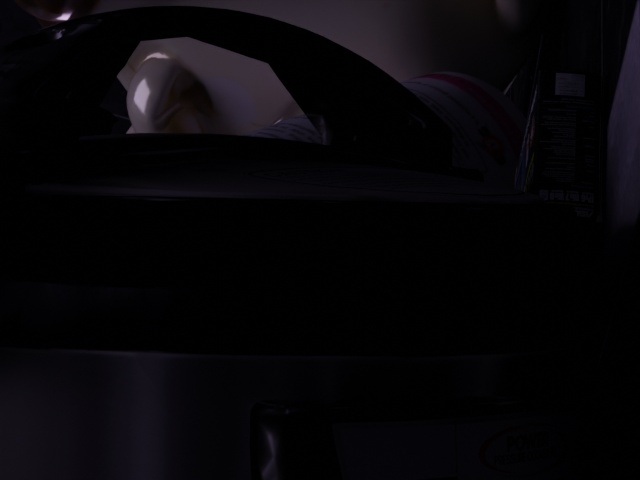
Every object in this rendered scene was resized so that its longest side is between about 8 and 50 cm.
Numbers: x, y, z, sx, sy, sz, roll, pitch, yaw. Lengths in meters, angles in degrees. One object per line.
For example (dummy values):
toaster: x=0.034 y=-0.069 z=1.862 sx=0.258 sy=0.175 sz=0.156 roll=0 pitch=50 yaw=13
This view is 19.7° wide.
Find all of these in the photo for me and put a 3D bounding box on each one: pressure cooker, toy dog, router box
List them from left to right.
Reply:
pressure cooker: x=-0.059 y=0.103 z=0.858 sx=0.370 sy=0.375 sz=0.420 roll=-163 pitch=75 yaw=-86
toy dog: x=-0.056 y=-0.171 z=1.407 sx=0.284 sy=0.408 sz=0.395 roll=-60 pitch=-3 yaw=-25
router box: x=0.129 y=-0.023 z=1.014 sx=0.122 sy=0.038 sz=0.092 roll=91 pitch=-177 yaw=-63

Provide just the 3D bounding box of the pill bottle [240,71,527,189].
pill bottle: x=0.000 y=0.000 z=1.173 sx=0.160 sy=0.283 sz=0.160 roll=26 pitch=126 yaw=43
